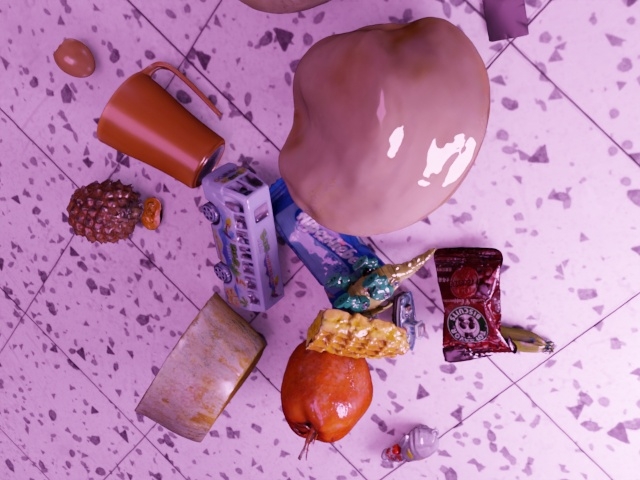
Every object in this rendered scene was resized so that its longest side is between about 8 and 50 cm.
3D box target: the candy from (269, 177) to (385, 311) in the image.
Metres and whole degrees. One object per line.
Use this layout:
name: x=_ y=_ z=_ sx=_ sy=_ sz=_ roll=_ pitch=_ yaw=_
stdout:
candy: x=0.000 y=0.000 z=1.656 sx=0.187 sy=0.077 sz=0.331 roll=-38 pitch=94 yaw=27

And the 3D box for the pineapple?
pineapple: x=-0.501 y=-0.071 z=1.826 sx=0.193 sy=0.166 sz=0.166 roll=2 pitch=112 yaw=25

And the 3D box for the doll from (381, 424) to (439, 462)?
doll: x=0.212 y=0.476 z=1.759 sx=0.094 sy=0.079 sz=0.180 roll=30 pitch=134 yaw=-21

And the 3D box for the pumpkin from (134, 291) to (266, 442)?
pumpkin: x=-0.263 y=0.303 z=1.789 sx=0.199 sy=0.332 sz=0.332 roll=31 pitch=123 yaw=-4

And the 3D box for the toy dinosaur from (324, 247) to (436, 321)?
toy dinosaur: x=0.122 y=0.086 z=1.573 sx=0.259 sy=0.153 sz=0.094 roll=-42 pitch=50 yaw=19

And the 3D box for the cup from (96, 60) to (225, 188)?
cup: x=-0.337 y=-0.255 z=1.676 sx=0.263 sy=0.182 sz=0.226 roll=33 pitch=91 yaw=2

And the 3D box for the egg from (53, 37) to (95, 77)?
egg: x=-0.563 y=-0.415 z=1.754 sx=0.096 sy=0.080 sz=0.080 roll=47 pitch=124 yaw=-8

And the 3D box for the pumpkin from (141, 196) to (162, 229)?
pumpkin: x=-0.405 y=-0.068 z=1.855 sx=0.050 sy=0.028 sz=0.083 roll=19 pitch=111 yaw=10

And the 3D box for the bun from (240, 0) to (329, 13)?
bun: x=-0.084 y=-0.571 z=1.360 sx=0.362 sy=0.234 sz=0.326 roll=49 pitch=129 yaw=8

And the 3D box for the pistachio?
pistachio: x=0.106 y=-0.208 z=1.385 sx=0.365 sy=0.281 sz=0.445 roll=44 pitch=119 yaw=8

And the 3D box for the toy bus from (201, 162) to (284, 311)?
toy bus: x=-0.167 y=0.000 z=1.678 sx=0.135 sy=0.109 sz=0.330 roll=20 pitch=131 yaw=35

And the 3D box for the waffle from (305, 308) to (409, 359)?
waffle: x=0.086 y=0.201 z=1.590 sx=0.210 sy=0.055 sz=0.160 roll=11 pitch=156 yaw=-7

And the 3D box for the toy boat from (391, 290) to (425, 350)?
toy boat: x=0.193 y=0.177 z=1.640 sx=0.066 sy=0.059 sz=0.140 roll=15 pitch=120 yaw=38

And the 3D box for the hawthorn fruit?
hawthorn fruit: x=0.003 y=0.352 z=1.680 sx=0.211 sy=0.299 sz=0.211 roll=12 pitch=132 yaw=13

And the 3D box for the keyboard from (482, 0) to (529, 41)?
keyboard: x=0.315 y=-0.451 z=1.334 sx=0.074 sy=0.015 sz=0.197 roll=-4 pitch=109 yaw=32

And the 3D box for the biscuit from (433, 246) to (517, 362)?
biscuit: x=0.307 y=0.130 z=1.530 sx=0.151 sy=0.063 sz=0.236 roll=-5 pitch=96 yaw=35

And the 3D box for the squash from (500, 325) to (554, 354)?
squash: x=0.385 y=0.203 z=1.561 sx=0.183 sy=0.052 sz=0.052 roll=7 pitch=114 yaw=26
